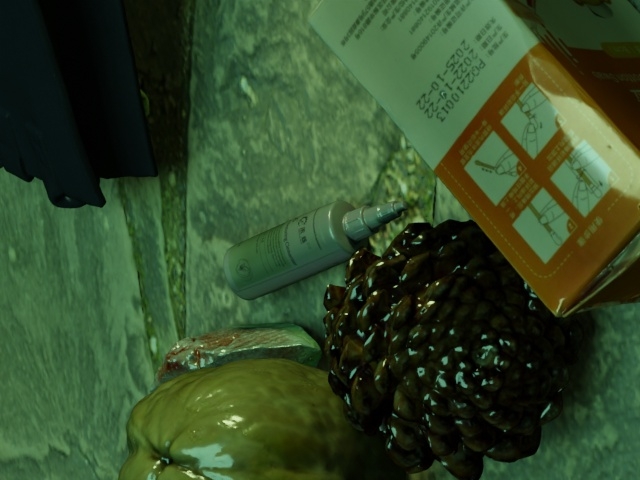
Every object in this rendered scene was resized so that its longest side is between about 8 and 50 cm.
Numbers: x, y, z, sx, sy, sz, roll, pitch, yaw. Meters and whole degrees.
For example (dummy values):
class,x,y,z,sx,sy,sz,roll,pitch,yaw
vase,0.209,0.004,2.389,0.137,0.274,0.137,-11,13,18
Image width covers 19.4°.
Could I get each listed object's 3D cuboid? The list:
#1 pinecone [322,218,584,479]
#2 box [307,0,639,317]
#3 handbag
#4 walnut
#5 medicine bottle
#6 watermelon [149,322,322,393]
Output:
class,x,y,z,sx,sy,sz,roll,pitch,yaw
pinecone,0.101,0.080,1.576,0.221,0.221,0.221,2,94,36
box,0.185,-0.108,1.483,0.341,0.225,0.143,51,121,24
handbag,-0.298,-0.204,1.824,0.303,0.122,0.329,21,133,46
walnut,-0.054,0.214,1.644,0.283,0.283,0.227,24,89,33
medicine bottle,0.000,0.000,1.724,0.199,0.058,0.057,-22,80,35
watermelon,-0.078,0.115,1.774,0.180,0.094,0.081,-23,76,19
